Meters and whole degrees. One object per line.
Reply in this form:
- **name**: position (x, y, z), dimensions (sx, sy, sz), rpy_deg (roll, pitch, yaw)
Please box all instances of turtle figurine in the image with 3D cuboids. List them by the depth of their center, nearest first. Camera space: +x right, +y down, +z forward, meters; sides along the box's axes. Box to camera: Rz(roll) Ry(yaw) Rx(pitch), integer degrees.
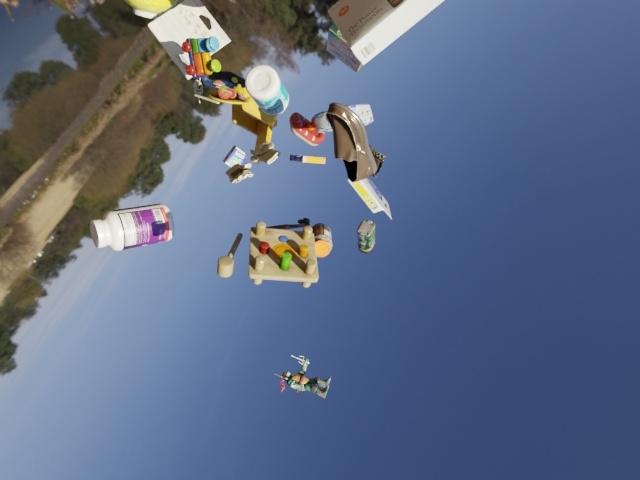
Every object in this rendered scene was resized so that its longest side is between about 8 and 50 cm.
- **turtle figurine**: position (-0.078, 0.585, 1.776), dimensions (0.175, 0.234, 0.118), rpy_deg (-66, 175, -58)

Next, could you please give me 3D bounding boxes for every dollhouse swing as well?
- **dollhouse swing**: position (-0.433, -0.665, 2.501), dimensions (0.304, 0.315, 0.347), rpy_deg (-67, -158, -5)

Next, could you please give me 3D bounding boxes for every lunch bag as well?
- **lunch bag**: position (0.111, -0.613, 2.107), dimensions (0.243, 0.114, 0.303), rpy_deg (-3, -169, 34)

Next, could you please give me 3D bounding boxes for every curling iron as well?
- **curling iron**: position (-0.184, -0.075, 2.223), dimensions (0.274, 0.035, 0.068), rpy_deg (-11, -154, 4)

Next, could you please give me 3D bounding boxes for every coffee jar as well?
- **coffee jar**: position (0.226, -0.014, 2.062), dimensions (0.079, 0.184, 0.096), rpy_deg (22, -116, 19)

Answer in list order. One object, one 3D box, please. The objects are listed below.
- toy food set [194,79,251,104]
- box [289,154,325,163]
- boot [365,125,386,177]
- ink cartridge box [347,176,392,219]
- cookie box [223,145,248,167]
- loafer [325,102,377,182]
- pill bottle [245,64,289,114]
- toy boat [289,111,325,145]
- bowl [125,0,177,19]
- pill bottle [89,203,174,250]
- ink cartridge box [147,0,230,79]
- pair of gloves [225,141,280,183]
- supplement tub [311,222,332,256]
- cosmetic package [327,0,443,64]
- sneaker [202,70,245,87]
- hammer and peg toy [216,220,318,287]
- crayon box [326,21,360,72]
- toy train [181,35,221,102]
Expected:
- **toy food set**: position (-0.363, -0.579, 1.624), dimensions (0.128, 0.218, 0.071), rpy_deg (27, -62, 26)
- **box**: position (-0.056, -0.318, 1.636), dimensions (0.081, 0.136, 0.028), rpy_deg (17, -72, 44)
- **boot**: position (0.276, -0.509, 2.320), dimensions (0.091, 0.263, 0.229), rpy_deg (-27, -125, -33)
- **ink cartridge box**: position (0.261, -0.260, 2.245), dimensions (0.072, 0.307, 0.303), rpy_deg (-33, -165, 17)
- **cookie box**: position (-0.459, -0.445, 2.261), dimensions (0.107, 0.092, 0.040), rpy_deg (-53, -136, 5)
- **loafer**: position (0.115, -0.374, 1.665), dimensions (0.130, 0.366, 0.134), rpy_deg (-46, -142, -16)
- **pill bottle**: position (-0.224, -0.648, 1.845), dimensions (0.146, 0.146, 0.264), rpy_deg (-46, 170, 4)
- **toy boat**: position (-0.053, -0.636, 2.324), dimensions (0.151, 0.231, 0.151), rpy_deg (-30, -125, 30)
- **bowl**: position (-0.805, -1.128, 1.947), dimensions (0.289, 0.290, 0.156), rpy_deg (-105, -154, -58)
- **pill bottle**: position (-0.842, -0.058, 1.880), dimensions (0.323, 0.181, 0.181), rpy_deg (-15, -177, -39)
- **ink cartridge box**: position (-0.590, -0.927, 1.904), dimensions (0.261, 0.296, 0.066), rpy_deg (-36, 175, -4)
- **pair of gloves**: position (-0.289, -0.329, 1.743), dimensions (0.240, 0.042, 0.204), rpy_deg (-36, -146, -2)
- **supplement tub**: position (0.000, 0.000, 2.079), dimensions (0.117, 0.117, 0.190), rpy_deg (-39, -159, 17)
- **cosmetic package**: position (0.232, -0.825, 1.438), dimensions (0.377, 0.097, 0.284), rpy_deg (-34, -130, 19)
- **sneaker**: position (-0.460, -0.763, 2.008), dimensions (0.082, 0.209, 0.069), rpy_deg (-28, -114, 59)
- **hammer and peg toy**: position (-0.193, 0.039, 1.560), dimensions (0.266, 0.361, 0.127), rpy_deg (-96, -164, -46)
- **crayon box**: position (0.134, -0.943, 2.051), dimensions (0.081, 0.202, 0.318), rpy_deg (-54, -176, 4)
- **toy train**: position (-0.463, -0.695, 1.702), dimensions (0.143, 0.248, 0.105), rpy_deg (7, -158, 34)
